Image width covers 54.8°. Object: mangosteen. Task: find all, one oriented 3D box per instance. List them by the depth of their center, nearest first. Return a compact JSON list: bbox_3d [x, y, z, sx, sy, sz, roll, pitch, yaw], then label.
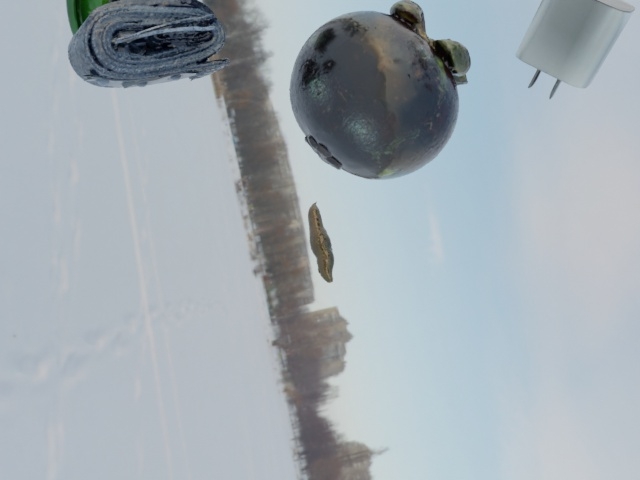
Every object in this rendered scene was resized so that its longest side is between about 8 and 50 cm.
[{"bbox_3d":[0.094,-0.238,0.979,0.288,0.288,0.287,168,-90,-84],"label":"mangosteen"}]

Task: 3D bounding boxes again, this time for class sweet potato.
[{"bbox_3d":[0.000,0.000,1.785,0.067,0.067,0.273,91,-11,-65],"label":"sweet potato"}]

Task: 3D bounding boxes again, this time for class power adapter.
[{"bbox_3d":[0.570,-0.455,1.437,0.187,0.124,0.255,35,-51,18],"label":"power adapter"}]

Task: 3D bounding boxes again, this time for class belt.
[{"bbox_3d":[-0.246,-0.291,0.900,0.128,0.218,0.122,3,-71,57],"label":"belt"}]

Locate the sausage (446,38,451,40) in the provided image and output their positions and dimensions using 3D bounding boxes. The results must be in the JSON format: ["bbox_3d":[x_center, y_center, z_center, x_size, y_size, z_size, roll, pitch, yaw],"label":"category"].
[{"bbox_3d":[0.303,-0.443,1.474,0.026,0.026,0.116,85,11,-50],"label":"sausage"}]

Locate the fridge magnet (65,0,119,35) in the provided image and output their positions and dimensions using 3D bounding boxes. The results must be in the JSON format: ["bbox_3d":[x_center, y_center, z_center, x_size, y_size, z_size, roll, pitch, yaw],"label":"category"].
[{"bbox_3d":[-0.349,-0.401,1.023,0.208,0.088,0.208,15,90,-84],"label":"fridge magnet"}]
